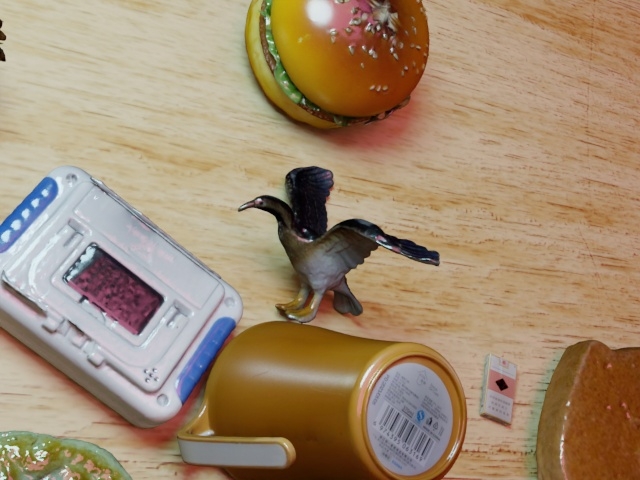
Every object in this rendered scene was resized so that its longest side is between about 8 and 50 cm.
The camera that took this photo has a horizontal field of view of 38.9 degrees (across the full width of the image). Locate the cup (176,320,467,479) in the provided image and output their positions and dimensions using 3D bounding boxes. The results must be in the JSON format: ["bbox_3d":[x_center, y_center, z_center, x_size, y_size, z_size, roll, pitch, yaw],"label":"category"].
[{"bbox_3d":[-0.007,0.172,0.881,0.226,0.264,0.182,-16,92,-34],"label":"cup"}]

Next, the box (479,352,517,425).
[{"bbox_3d":[0.228,0.191,1.160,0.046,0.012,0.083,24,58,-19],"label":"box"}]

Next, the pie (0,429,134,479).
[{"bbox_3d":[-0.257,0.283,0.803,0.241,0.054,0.240,14,61,-28],"label":"pie"}]

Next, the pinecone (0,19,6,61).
[{"bbox_3d":[-0.415,-0.215,0.851,0.222,0.221,0.221,13,63,-26],"label":"pinecone"}]

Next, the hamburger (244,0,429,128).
[{"bbox_3d":[0.036,-0.262,1.133,0.246,0.170,0.246,4,82,-29],"label":"hamburger"}]

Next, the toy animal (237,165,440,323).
[{"bbox_3d":[-0.007,0.014,1.018,0.197,0.272,0.160,1,104,-36],"label":"toy animal"}]

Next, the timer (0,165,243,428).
[{"bbox_3d":[-0.213,0.053,0.920,0.253,0.078,0.178,39,55,-11],"label":"timer"}]

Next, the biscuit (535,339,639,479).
[{"bbox_3d":[0.454,0.335,1.192,0.350,0.078,0.455,-30,86,-40],"label":"biscuit"}]
